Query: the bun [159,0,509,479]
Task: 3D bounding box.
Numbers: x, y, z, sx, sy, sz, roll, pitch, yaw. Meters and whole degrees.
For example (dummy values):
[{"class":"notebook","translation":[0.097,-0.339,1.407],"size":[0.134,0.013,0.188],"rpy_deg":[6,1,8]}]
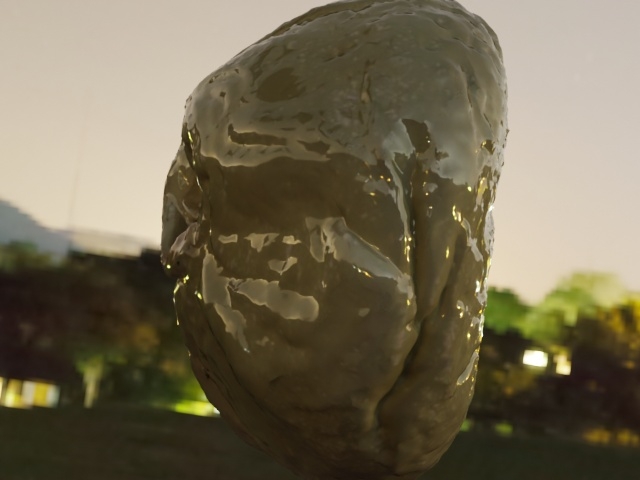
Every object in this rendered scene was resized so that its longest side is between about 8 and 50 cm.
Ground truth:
[{"class":"bun","translation":[0.000,0.000,0.642],"size":[0.134,0.220,0.220],"rpy_deg":[7,-5,-6]}]
